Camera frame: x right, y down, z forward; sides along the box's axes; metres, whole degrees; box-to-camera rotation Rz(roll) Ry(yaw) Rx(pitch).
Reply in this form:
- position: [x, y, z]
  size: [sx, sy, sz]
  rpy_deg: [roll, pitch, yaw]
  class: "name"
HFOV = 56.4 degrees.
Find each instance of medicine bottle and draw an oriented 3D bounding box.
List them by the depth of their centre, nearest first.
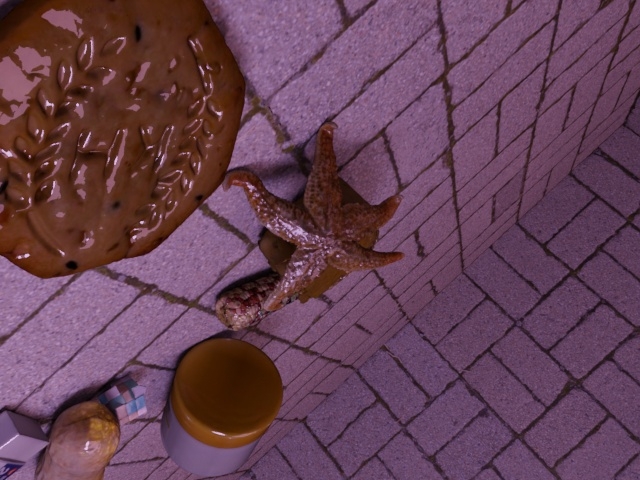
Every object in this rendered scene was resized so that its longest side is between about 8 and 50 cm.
- position: [-0.228, 0.376, 1.346]
  size: [0.238, 0.238, 0.232]
  rpy_deg: [-23, 153, -40]
  class: "medicine bottle"

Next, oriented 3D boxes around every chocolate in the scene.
- position: [-0.472, 0.417, 1.151]
  size: [0.134, 0.134, 0.309]
  rpy_deg: [-18, 146, -47]
  class: "chocolate"

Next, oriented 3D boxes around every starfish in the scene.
- position: [-0.004, -0.017, 1.006]
  size: [0.375, 0.094, 0.327]
  rpy_deg: [36, 87, -30]
  class: "starfish"

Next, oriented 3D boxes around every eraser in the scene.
- position: [-0.576, 0.379, 0.988]
  size: [0.210, 0.068, 0.124]
  rpy_deg: [-38, 158, -15]
  class: "eraser"

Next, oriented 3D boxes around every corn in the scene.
- position: [-0.112, 0.114, 1.266]
  size: [0.253, 0.086, 0.086]
  rpy_deg: [-24, 152, -44]
  class: "corn"

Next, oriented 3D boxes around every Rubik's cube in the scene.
- position: [-0.390, 0.308, 1.171]
  size: [0.075, 0.084, 0.073]
  rpy_deg: [-40, 137, -52]
  class: "Rubik's cube"

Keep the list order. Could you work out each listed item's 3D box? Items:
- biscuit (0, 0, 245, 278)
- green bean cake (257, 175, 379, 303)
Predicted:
- position: [-0.220, -0.108, 0.645]
  size: [0.359, 0.046, 0.359]
  rpy_deg: [-37, 149, -27]
  class: "biscuit"
- position: [0.000, 0.000, 1.183]
  size: [0.224, 0.131, 0.230]
  rpy_deg: [-41, 160, -4]
  class: "green bean cake"
